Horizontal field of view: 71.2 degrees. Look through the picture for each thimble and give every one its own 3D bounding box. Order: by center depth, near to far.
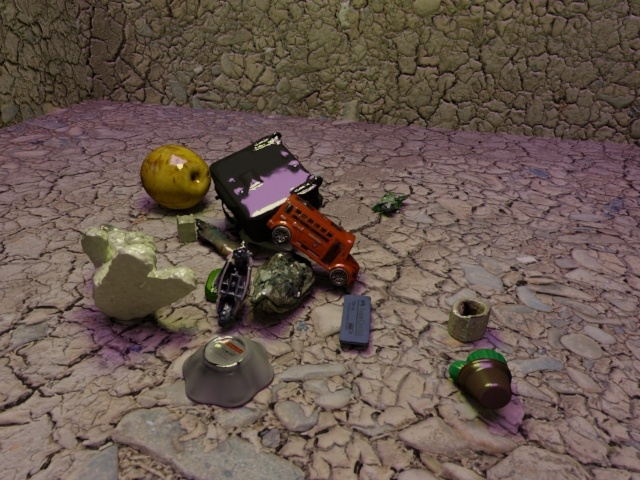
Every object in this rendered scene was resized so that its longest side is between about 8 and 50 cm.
[{"bbox_3d":[0.415,0.218,1.250,0.102,0.090,0.115,22,34,30],"label":"thimble"}]

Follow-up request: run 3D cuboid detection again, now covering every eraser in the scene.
[{"bbox_3d":[0.102,0.224,1.271,0.082,0.036,0.225,4,30,7],"label":"eraser"}]

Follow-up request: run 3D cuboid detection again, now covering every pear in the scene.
[{"bbox_3d":[-0.588,-0.260,1.838,0.281,0.280,0.280,2,30,-1],"label":"pear"}]

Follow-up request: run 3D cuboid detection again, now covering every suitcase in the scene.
[{"bbox_3d":[-0.202,-0.189,1.605,0.339,0.188,0.345,-29,60,-19],"label":"suitcase"}]

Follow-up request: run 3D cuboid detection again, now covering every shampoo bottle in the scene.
[{"bbox_3d":[-0.280,-0.077,1.767,0.191,0.041,0.069,-6,25,-14],"label":"shampoo bottle"}]

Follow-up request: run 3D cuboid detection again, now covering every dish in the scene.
[{"bbox_3d":[-0.226,0.291,1.085,0.230,0.081,0.229,2,29,-1],"label":"dish"}]

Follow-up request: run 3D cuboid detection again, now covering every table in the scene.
[{"bbox_3d":[-0.500,-0.048,1.662,0.063,0.079,0.083,-6,29,-19],"label":"table"}]

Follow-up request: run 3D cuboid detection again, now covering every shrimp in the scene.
[{"bbox_3d":[-0.332,-0.018,1.637,0.289,0.075,0.178,25,29,36],"label":"shrimp"}]

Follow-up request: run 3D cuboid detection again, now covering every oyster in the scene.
[{"bbox_3d":[-0.116,0.124,1.335,0.162,0.158,0.351,-17,8,15],"label":"oyster"}]

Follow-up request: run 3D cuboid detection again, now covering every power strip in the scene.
[{"bbox_3d":[-0.183,-0.003,1.611,0.227,0.029,0.080,18,31,-2],"label":"power strip"}]

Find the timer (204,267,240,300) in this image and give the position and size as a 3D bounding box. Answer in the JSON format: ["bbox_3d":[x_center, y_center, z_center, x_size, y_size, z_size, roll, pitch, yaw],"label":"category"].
[{"bbox_3d":[-0.290,0.134,1.388,0.128,0.047,0.140,2,31,-2],"label":"timer"}]

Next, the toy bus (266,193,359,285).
[{"bbox_3d":[0.000,0.000,1.416,0.329,0.153,0.143,37,13,-1],"label":"toy bus"}]

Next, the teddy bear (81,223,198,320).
[{"bbox_3d":[-0.522,0.031,1.301,0.327,0.375,0.362,34,36,-32],"label":"teddy bear"}]

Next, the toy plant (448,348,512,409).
[{"bbox_3d":[0.383,0.320,1.068,0.143,0.105,0.200,-10,11,6],"label":"toy plant"}]

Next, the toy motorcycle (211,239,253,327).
[{"bbox_3d":[-0.244,0.115,1.278,0.108,0.239,0.204,31,-1,-11],"label":"toy motorcycle"}]

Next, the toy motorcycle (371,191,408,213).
[{"bbox_3d":[0.303,-0.167,1.944,0.106,0.074,0.190,11,30,33],"label":"toy motorcycle"}]
